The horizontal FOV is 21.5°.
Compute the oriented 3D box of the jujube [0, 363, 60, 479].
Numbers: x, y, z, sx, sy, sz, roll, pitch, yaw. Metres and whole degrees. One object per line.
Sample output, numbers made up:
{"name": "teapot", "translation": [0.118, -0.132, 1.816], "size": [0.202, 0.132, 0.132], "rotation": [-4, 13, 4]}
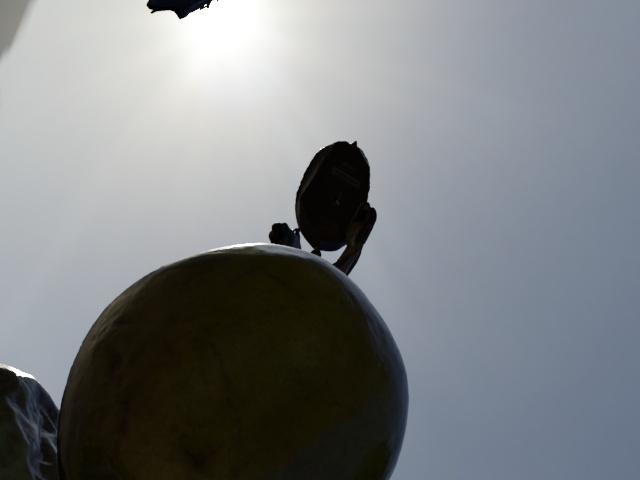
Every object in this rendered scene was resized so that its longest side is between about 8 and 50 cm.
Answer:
{"name": "jujube", "translation": [-0.342, 0.251, 1.644], "size": [0.215, 0.246, 0.308], "rotation": [-33, -166, 5]}

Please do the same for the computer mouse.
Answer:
{"name": "computer mouse", "translation": [0.015, -0.056, 2.234], "size": [0.057, 0.099, 0.172], "rotation": [-33, -149, 56]}

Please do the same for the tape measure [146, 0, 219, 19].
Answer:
{"name": "tape measure", "translation": [-0.027, -0.301, 1.157], "size": [0.351, 0.215, 0.098], "rotation": [-32, 177, -24]}

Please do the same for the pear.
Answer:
{"name": "pear", "translation": [-0.068, 0.136, 1.283], "size": [0.307, 0.253, 0.253], "rotation": [-36, 175, -44]}

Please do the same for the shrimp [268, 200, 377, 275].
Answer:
{"name": "shrimp", "translation": [0.003, 0.002, 1.731], "size": [0.148, 0.195, 0.035], "rotation": [-42, -118, -18]}
